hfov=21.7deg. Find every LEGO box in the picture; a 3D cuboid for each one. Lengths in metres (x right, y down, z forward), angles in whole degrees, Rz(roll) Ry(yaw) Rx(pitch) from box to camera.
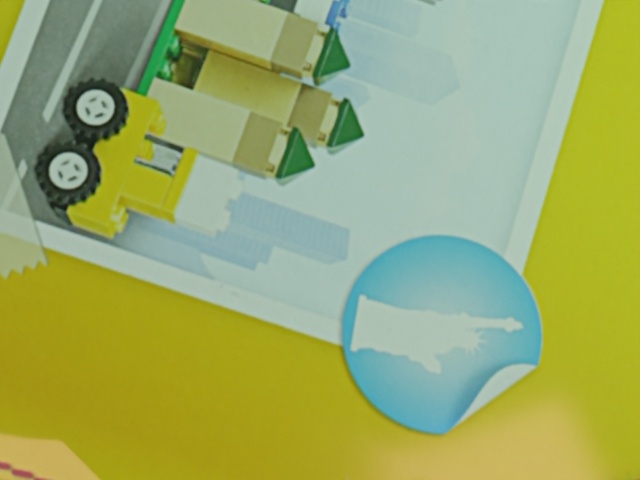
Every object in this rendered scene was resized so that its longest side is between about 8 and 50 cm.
[{"bbox_3d":[-0.009,-0.160,0.465,0.372,0.193,0.500,22,78,-1],"label":"LEGO box"}]
